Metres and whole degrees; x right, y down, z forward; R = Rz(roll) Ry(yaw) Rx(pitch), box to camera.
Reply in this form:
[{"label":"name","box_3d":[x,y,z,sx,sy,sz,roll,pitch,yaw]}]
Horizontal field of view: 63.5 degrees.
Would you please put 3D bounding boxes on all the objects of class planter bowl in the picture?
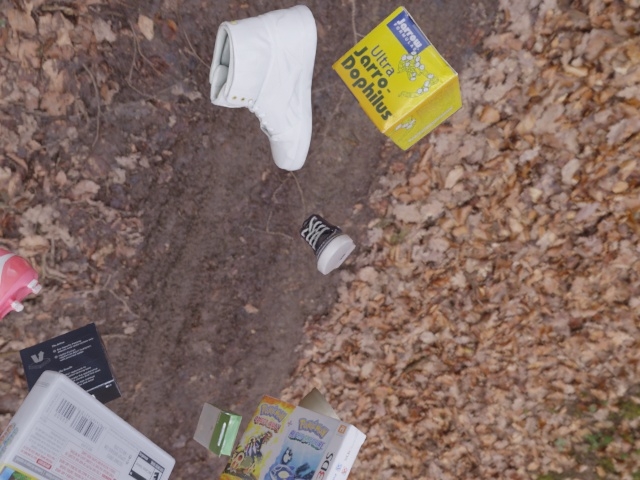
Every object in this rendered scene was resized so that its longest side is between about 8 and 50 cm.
[{"label":"planter bowl","box_3d":[-0.013,0.492,1.382,0.109,0.162,0.162,-33,140,-14]}]

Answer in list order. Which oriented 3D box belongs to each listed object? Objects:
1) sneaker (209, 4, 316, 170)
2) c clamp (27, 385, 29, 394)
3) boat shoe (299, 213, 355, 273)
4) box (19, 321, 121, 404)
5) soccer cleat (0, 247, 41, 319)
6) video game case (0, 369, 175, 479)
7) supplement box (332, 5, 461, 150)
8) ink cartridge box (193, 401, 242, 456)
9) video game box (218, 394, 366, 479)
[{"label":"sneaker","box_3d":[-0.105,-0.230,0.859,0.169,0.108,0.292,-20,137,-24]},{"label":"c clamp","box_3d":[-0.731,0.447,1.330,0.022,0.160,0.137,-16,164,-30]},{"label":"boat shoe","box_3d":[0.000,0.000,1.464,0.127,0.158,0.340,-51,173,1]},{"label":"box","box_3d":[-0.531,0.285,1.105,0.156,0.158,0.093,-21,147,-21]},{"label":"soccer cleat","box_3d":[-0.508,0.116,0.717,0.248,0.095,0.083,-54,-178,-27]},{"label":"video game case","box_3d":[-0.241,0.267,0.484,0.026,0.206,0.226,3,140,22]},{"label":"supplement box","box_3d":[0.200,-0.364,1.244,0.195,0.194,0.357,-38,172,15]},{"label":"ink cartridge box","box_3d":[-0.279,0.529,1.447,0.062,0.209,0.108,25,72,-27]},{"label":"video game box","box_3d":[-0.055,0.346,0.783,0.048,0.205,0.187,51,57,-32]}]
